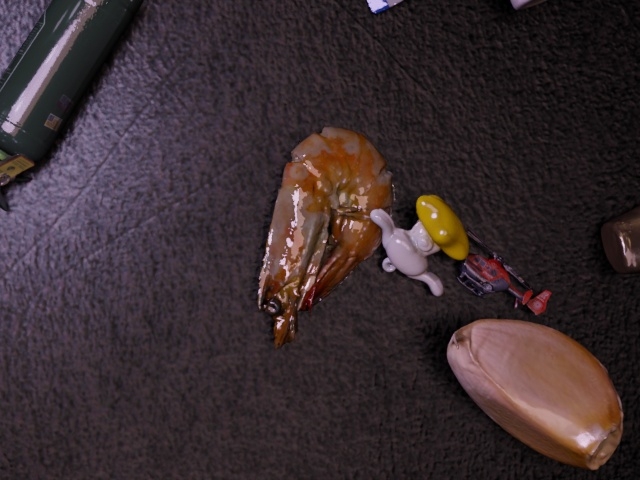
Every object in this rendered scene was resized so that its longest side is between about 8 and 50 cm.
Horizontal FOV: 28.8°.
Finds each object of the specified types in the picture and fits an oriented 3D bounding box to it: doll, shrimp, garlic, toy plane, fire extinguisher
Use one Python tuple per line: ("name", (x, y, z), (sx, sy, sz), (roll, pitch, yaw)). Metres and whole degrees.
("doll", (0.130, 0.010, 1.567), (0.113, 0.071, 0.135), (-14, 108, 5))
("shrimp", (0.000, 0.000, 1.560), (0.154, 0.062, 0.294), (23, 84, -14))
("garlic", (0.260, 0.179, 1.536), (0.245, 0.164, 0.145), (34, 101, 0))
("toy plane", (0.229, 0.049, 1.600), (0.145, 0.037, 0.060), (36, 73, -1))
("fire extinguisher", (-0.329, -0.188, 1.508), (0.095, 0.114, 0.311), (27, 81, 33))

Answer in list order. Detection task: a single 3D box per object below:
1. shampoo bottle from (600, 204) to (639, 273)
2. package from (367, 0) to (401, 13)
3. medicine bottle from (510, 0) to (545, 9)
("shampoo bottle", (0.542, -0.031, 1.621), (0.350, 0.084, 0.125), (-15, 87, -8))
("package", (0.108, -0.400, 1.581), (0.173, 0.027, 0.171), (-25, 92, 14))
("medicine bottle", (0.237, -0.472, 1.574), (0.130, 0.130, 0.341), (-24, 91, -8))
